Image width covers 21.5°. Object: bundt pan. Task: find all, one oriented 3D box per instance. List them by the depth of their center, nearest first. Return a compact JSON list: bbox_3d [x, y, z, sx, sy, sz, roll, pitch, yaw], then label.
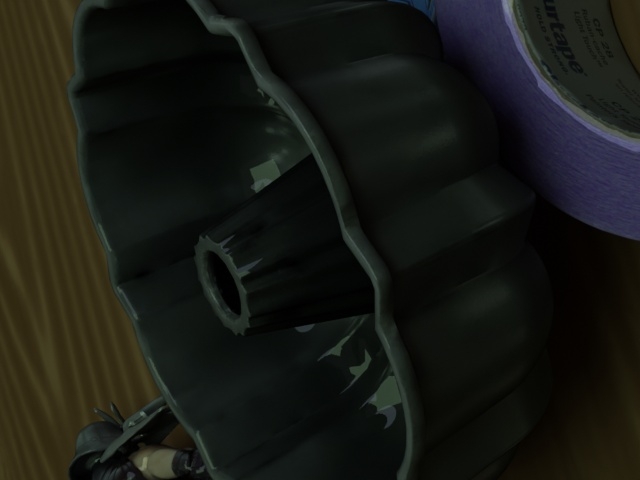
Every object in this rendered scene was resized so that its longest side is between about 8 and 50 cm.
[{"bbox_3d":[0.000,0.000,0.858,0.331,0.124,0.331,45,148,38],"label":"bundt pan"}]

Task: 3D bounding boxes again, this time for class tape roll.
[{"bbox_3d":[0.184,-0.136,0.767,0.274,0.090,0.275,2,93,42],"label":"tape roll"}]

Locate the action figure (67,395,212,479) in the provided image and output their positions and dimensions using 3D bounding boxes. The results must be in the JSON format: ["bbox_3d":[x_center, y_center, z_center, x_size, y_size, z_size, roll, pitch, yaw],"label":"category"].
[{"bbox_3d":[-0.079,0.215,1.022,0.285,0.099,0.185,56,132,28],"label":"action figure"}]

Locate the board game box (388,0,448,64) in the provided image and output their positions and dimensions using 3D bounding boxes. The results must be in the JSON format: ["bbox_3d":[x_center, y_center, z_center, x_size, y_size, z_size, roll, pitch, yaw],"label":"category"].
[{"bbox_3d":[0.023,-0.177,0.940,0.160,0.039,0.211,26,109,38],"label":"board game box"}]
